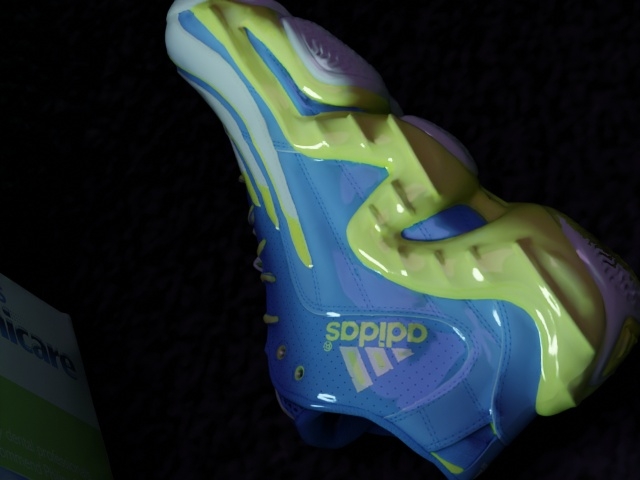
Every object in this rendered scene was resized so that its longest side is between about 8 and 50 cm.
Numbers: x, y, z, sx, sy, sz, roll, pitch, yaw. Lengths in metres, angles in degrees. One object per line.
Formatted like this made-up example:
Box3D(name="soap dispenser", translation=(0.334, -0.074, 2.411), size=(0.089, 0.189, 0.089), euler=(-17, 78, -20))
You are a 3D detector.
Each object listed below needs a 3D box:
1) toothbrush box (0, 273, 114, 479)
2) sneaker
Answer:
Box3D(name="toothbrush box", translation=(-0.176, 0.170, 0.704), size=(0.206, 0.122, 0.283), euler=(-28, 61, 13))
Box3D(name="sneaker", translation=(0.000, 0.000, 0.713), size=(0.240, 0.091, 0.126), euler=(38, 88, 31))
